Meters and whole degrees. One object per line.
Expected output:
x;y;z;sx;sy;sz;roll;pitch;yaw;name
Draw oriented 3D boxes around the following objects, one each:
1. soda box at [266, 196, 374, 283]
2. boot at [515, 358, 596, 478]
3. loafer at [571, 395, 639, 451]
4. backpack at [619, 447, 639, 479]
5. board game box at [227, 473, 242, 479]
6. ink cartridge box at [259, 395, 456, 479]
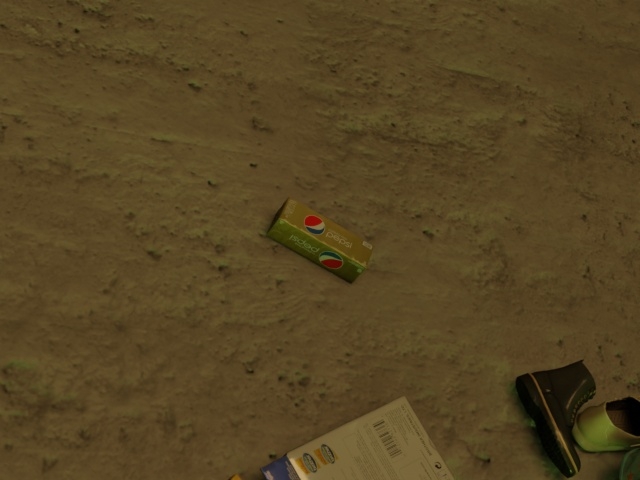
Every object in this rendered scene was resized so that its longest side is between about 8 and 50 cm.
0.000;0.000;1.940;0.181;0.061;0.058;30;50;-9;soda box
0.453;0.310;1.950;0.137;0.077;0.198;-17;68;-13;boot
0.590;0.338;2.025;0.268;0.092;0.102;-3;62;-30;loafer
0.636;0.459;1.904;0.253;0.191;0.225;29;46;-19;backpack
-0.077;0.507;1.483;0.316;0.064;0.242;46;32;0;board game box
0.060;0.384;1.715;0.311;0.065;0.186;-18;70;-39;ink cartridge box
